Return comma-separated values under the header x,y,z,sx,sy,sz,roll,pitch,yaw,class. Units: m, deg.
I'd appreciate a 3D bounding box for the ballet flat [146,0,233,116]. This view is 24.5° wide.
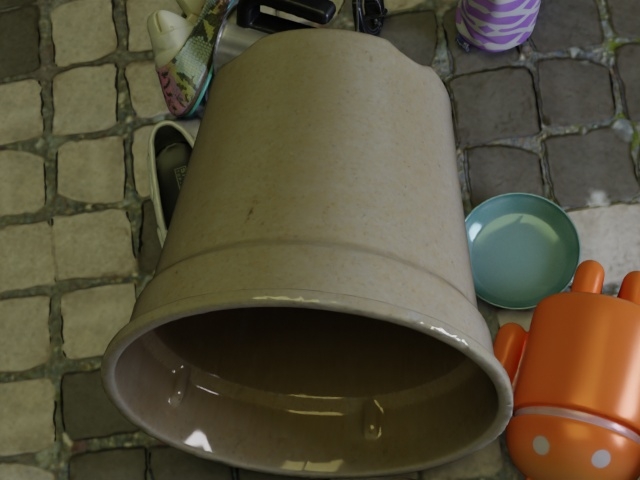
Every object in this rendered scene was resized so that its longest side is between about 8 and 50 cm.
x,y,z,sx,sy,sz,roll,pitch,yaw,class
-0.131,-0.235,1.514,0.077,0.079,0.221,-9,55,54,ballet flat

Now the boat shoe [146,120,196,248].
x,y,z,sx,sy,sz,roll,pitch,yaw,class
-0.116,0.002,1.415,0.095,0.084,0.258,-25,66,-2,boat shoe

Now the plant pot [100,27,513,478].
x,y,z,sx,sy,sz,roll,pitch,yaw,class
0.000,0.000,1.265,0.334,0.334,0.305,0,59,9,plant pot

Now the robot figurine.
x,y,z,sx,sy,sz,roll,pitch,yaw,class
0.236,0.131,1.286,0.158,0.128,0.219,27,68,-27,robot figurine

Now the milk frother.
x,y,z,sx,sy,sz,roll,pitch,yaw,class
-0.016,-0.211,1.492,0.135,0.129,0.143,19,29,15,milk frother

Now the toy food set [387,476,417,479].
x,y,z,sx,sy,sz,roll,pitch,yaw,class
0.090,0.366,1.218,0.220,0.092,0.306,18,75,38,toy food set

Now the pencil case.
x,y,z,sx,sy,sz,roll,pitch,yaw,class
0.176,-0.273,1.425,0.086,0.206,0.088,-27,63,-17,pencil case

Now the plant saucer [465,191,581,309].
x,y,z,sx,sy,sz,roll,pitch,yaw,class
0.187,0.013,1.399,0.119,0.021,0.119,-3,68,8,plant saucer
